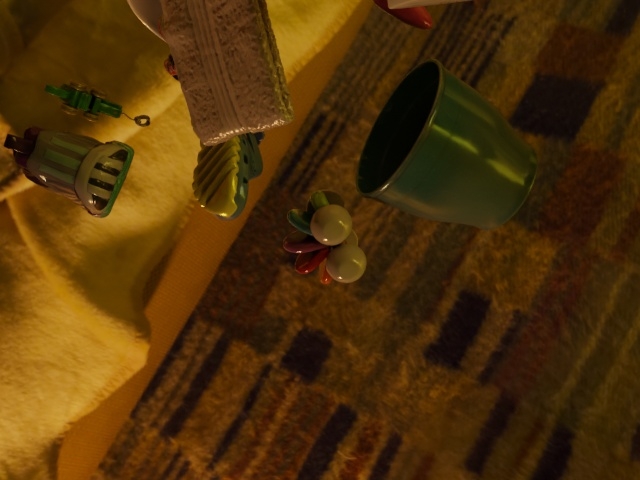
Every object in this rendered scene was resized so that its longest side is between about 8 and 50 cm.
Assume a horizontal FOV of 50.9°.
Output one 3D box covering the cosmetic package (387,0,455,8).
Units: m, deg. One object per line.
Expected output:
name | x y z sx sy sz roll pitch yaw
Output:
cosmetic package | 0.252 -0.383 0.777 0.217 0.156 0.385 -14 13 -21

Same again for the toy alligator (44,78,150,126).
toy alligator | -0.398 -0.244 1.199 0.051 0.189 0.056 40 110 49

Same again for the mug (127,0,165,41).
mug | -0.293 -0.653 1.564 0.374 0.276 0.328 27 76 -1

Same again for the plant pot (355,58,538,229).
plant pot | 0.241 -0.148 1.235 0.271 0.255 0.271 -54 19 29

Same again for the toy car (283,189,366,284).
toy car | 0.000 0.000 1.260 0.136 0.182 0.159 -21 22 2

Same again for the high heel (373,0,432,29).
high heel | 0.132 -0.482 1.194 0.244 0.082 0.117 52 128 24

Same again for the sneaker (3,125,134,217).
sneaker | -0.243 -0.077 0.665 0.083 0.098 0.223 -68 14 -7

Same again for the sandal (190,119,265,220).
sandal | -0.159 -0.157 1.259 0.126 0.138 0.317 -36 41 28

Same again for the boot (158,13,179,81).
boot | -0.276 -0.371 1.331 0.176 0.244 0.088 5 81 28

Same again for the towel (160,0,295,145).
towel | -0.147 -0.294 1.011 0.187 0.049 0.282 -7 103 38
